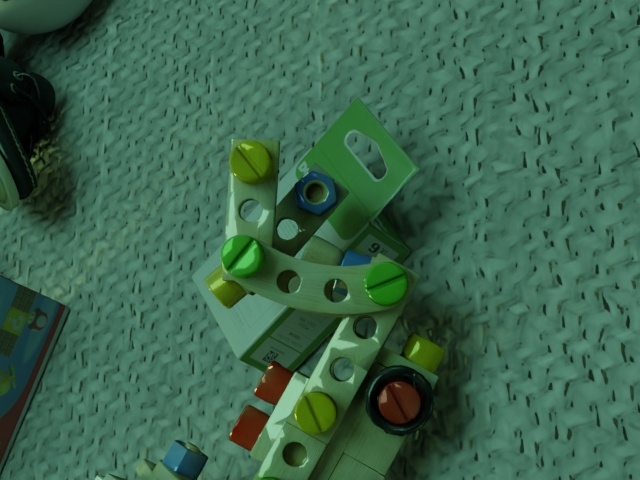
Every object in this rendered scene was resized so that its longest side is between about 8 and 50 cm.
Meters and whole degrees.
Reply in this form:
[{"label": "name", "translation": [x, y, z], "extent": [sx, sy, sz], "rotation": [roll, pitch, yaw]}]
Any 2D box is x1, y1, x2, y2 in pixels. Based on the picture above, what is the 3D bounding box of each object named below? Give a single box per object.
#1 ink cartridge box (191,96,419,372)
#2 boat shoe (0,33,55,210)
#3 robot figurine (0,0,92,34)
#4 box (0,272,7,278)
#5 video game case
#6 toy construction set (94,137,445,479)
[{"label": "ink cartridge box", "translation": [0.000, 0.000, 1.090], "extent": [0.209, 0.062, 0.109], "rotation": [-47, 44, 13]}, {"label": "boat shoe", "translation": [-0.346, -0.150, 1.465], "extent": [0.113, 0.127, 0.340], "rotation": [-21, 33, -17]}, {"label": "robot figurine", "translation": [-0.357, -0.341, 1.530], "extent": [0.278, 0.173, 0.209], "rotation": [40, 115, 47]}, {"label": "box", "translation": [-0.443, 0.033, 1.380], "extent": [0.114, 0.203, 0.103], "rotation": [25, 87, 45]}, {"label": "video game case", "translation": [-0.377, 0.103, 1.219], "extent": [0.025, 0.285, 0.204], "rotation": [11, 75, 45]}, {"label": "toy construction set", "translation": [-0.037, 0.109, 0.974], "extent": [0.215, 0.151, 0.327], "rotation": [29, 102, 4]}]
